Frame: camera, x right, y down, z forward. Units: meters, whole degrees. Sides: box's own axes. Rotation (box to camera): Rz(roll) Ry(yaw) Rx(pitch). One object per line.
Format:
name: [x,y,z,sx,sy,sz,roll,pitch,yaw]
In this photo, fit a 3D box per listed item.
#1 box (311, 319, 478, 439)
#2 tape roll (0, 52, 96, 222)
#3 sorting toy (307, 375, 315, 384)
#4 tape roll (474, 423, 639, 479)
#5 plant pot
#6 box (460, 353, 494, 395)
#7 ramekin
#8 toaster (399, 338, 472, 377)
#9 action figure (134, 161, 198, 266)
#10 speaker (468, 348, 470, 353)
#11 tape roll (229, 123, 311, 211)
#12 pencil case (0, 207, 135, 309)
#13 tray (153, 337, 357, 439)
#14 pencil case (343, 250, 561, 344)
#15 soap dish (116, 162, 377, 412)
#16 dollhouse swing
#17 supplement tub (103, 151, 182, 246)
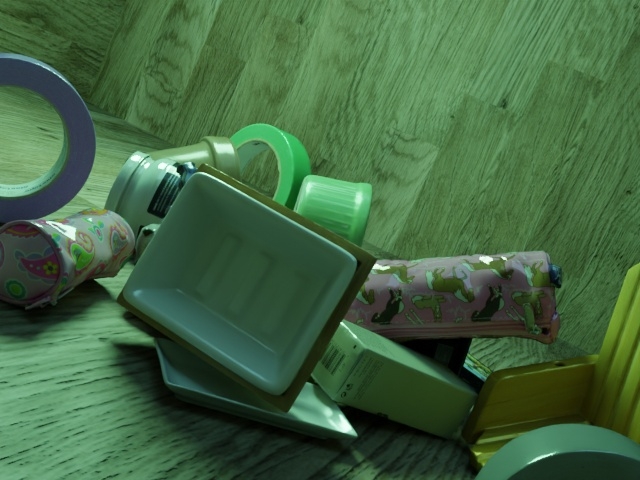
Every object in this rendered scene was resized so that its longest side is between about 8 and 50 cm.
box: [0.111,0.216,1.181,0.275,0.094,0.113,28,8,-36]
tape roll: [-0.524,-0.172,1.280,0.274,0.275,0.090,21,9,-26]
sorting toy: [-0.136,0.154,1.194,0.307,0.041,0.229,29,7,18]
tape roll: [0.253,0.296,0.742,0.219,0.219,0.072,25,7,3]
plant pot: [-0.326,-0.110,1.730,0.229,0.263,0.263,0,18,-24]
box: [0.266,0.246,1.602,0.233,0.044,0.159,36,10,4]
ramekin: [0.000,0.000,1.696,0.148,0.303,0.303,16,8,-4]
toaster: [0.190,0.197,1.430,0.168,0.186,0.110,17,5,1]
action figure: [-0.163,0.051,1.295,0.330,0.178,0.341,15,42,-37]
speaker: [0.283,0.246,1.777,0.136,0.055,0.055,20,9,-28]
tape roll: [-0.170,-0.152,2.056,0.321,0.321,0.077,31,10,41]
pencil case: [-0.367,0.020,1.090,0.124,0.124,0.284,25,8,2]
tray: [-0.091,0.204,1.006,0.270,0.030,0.145,21,9,-23]
pencil case: [0.202,0.103,1.281,0.386,0.160,0.167,-2,-9,5]
soap dish: [-0.098,0.059,1.028,0.290,0.229,0.118,29,-5,19]
dollhouse swing: [0.400,0.209,1.050,0.315,0.305,0.347,-5,19,-13]
supplement tub: [-0.274,-0.047,1.524,0.272,0.191,0.191,25,8,-2]
